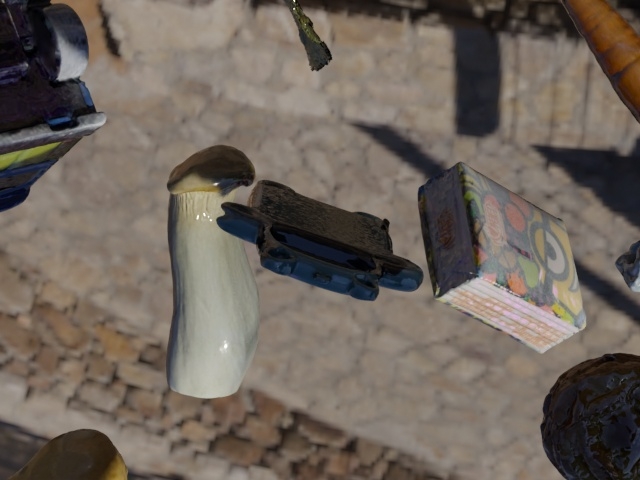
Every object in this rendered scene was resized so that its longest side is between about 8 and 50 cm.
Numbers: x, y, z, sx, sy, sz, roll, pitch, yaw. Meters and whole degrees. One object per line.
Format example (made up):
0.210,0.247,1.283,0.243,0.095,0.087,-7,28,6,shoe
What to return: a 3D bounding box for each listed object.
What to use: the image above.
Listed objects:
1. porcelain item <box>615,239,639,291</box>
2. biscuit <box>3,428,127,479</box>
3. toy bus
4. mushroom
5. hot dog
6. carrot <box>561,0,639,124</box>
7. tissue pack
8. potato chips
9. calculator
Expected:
0.203,0.003,0.841,0.036,0.083,0.028,-25,101,51,porcelain item
-0.197,0.172,0.642,0.234,0.153,0.030,-17,133,7,biscuit
-0.269,-0.164,0.924,0.138,0.287,0.175,-17,171,-36,toy bus
-0.133,0.038,1.721,0.122,0.159,0.328,-4,114,-9,mushroom
0.115,0.065,0.513,0.083,0.035,0.058,8,117,-44,hot dog
0.181,-0.047,0.692,0.216,0.048,0.048,51,141,0,carrot
0.148,0.015,1.155,0.060,0.108,0.148,-31,140,32,tissue pack
-0.026,-0.216,1.283,0.026,0.142,0.209,-29,153,-2,potato chips
0.000,0.000,0.636,0.094,0.019,0.141,19,-168,-4,calculator
